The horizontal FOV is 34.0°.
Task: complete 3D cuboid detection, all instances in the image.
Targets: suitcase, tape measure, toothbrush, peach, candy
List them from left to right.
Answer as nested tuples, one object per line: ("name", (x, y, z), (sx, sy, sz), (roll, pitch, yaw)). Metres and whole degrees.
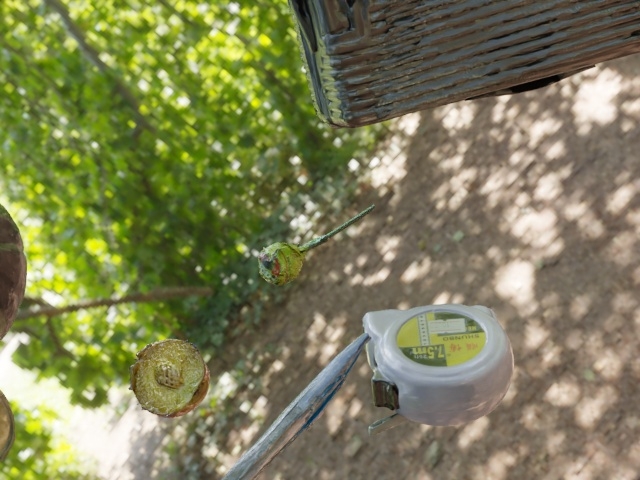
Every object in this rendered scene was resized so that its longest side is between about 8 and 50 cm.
("peach", (-0.172, 0.164, 1.213), (0.098, 0.098, 0.061), (-55, -28, -17))
("toothbrush", (-0.088, 0.226, 0.910), (0.413, 0.042, 0.035), (-44, -24, -22))
("candy", (0.000, 0.000, 0.907), (0.123, 0.035, 0.035), (-30, 12, -20))
("tape measure", (0.149, 0.163, 1.337), (0.196, 0.105, 0.178), (-2, 33, 6))
("suitcase", (0.134, -0.227, 0.791), (0.335, 0.229, 0.152), (-16, 10, -5))

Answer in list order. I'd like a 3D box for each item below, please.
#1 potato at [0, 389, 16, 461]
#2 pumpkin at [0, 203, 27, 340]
("potato", (-0.441, 0.198, 1.171), (0.164, 0.200, 0.081), (-46, 44, -2))
("pumpkin", (-0.516, 0.032, 1.302), (0.238, 0.315, 0.315), (-27, 26, 45))
